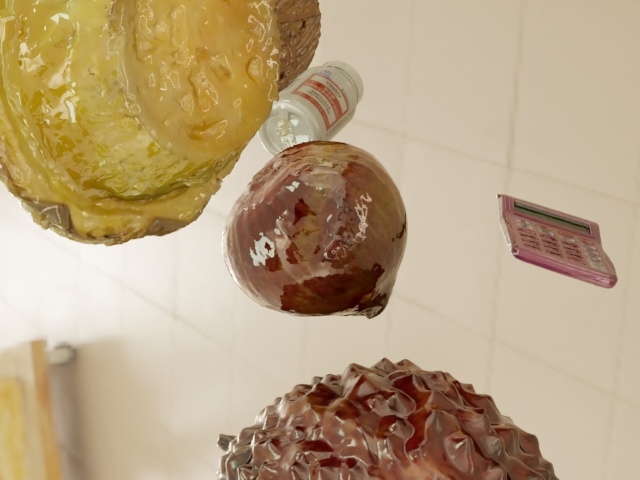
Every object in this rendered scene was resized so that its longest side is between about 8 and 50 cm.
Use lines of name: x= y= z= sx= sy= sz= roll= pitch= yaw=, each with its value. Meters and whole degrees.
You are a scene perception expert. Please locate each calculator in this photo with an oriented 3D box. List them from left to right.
calculator: x=0.260 y=0.002 z=1.611 sx=0.190 sy=0.126 sz=0.034 roll=-84 pitch=13 yaw=-69

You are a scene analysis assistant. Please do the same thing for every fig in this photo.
fig: x=0.001 y=-0.001 z=1.457 sx=0.205 sy=0.205 sz=0.205 roll=12 pitch=105 yaw=57

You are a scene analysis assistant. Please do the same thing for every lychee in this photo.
lychee: x=0.056 y=0.328 z=1.513 sx=0.500 sy=0.424 sz=0.425 roll=39 pitch=127 yaw=36

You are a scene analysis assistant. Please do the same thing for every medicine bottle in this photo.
medicine bottle: x=-0.007 y=-0.148 z=1.606 sx=0.079 sy=0.140 sz=0.079 roll=14 pitch=123 yaw=22

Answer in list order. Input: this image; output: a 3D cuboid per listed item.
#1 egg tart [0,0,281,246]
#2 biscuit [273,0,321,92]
egg tart: x=-0.126 y=-0.131 z=1.013 sx=0.118 sy=0.288 sz=0.288 roll=1 pitch=95 yaw=42
biscuit: x=-0.067 y=-0.274 z=1.987 sx=0.027 sy=0.187 sz=0.188 roll=32 pitch=122 yaw=34
